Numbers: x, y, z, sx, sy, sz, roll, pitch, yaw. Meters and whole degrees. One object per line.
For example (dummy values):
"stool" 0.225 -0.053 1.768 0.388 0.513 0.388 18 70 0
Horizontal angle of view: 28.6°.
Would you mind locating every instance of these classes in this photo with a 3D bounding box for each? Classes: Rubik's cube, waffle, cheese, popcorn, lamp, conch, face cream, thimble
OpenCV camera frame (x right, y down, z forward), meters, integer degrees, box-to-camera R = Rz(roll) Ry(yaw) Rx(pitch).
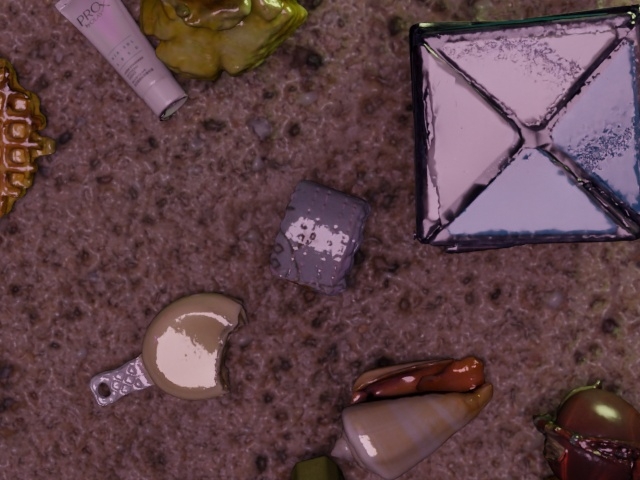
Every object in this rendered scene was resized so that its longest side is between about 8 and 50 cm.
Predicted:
"Rubik's cube" 0.275 -0.156 1.697 0.305 0.310 0.307 -2 98 6
"waffle" -0.527 -0.155 1.895 0.243 0.059 0.238 -43 94 10
"cheese" -0.233 0.163 1.890 0.249 0.071 0.163 -4 96 6
"popcorn" -0.130 -0.355 1.753 0.224 0.270 0.258 41 53 -4
"lamp" 0.420 0.305 1.814 0.223 0.215 0.151 39 106 26
"conch" 0.130 0.266 1.863 0.255 0.127 0.158 -15 64 -15
"face cream" -0.288 -0.288 1.860 0.092 0.058 0.243 -40 85 12
"thimble" 0.001 -0.002 1.826 0.118 0.127 0.151 19 102 4

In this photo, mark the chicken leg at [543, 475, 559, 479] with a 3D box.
"chicken leg" 0.391 0.445 1.861 0.101 0.085 0.207 -40 89 6

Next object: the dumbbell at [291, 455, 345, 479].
"dumbbell" -0.105 0.412 1.885 0.302 0.108 0.121 -15 94 6
